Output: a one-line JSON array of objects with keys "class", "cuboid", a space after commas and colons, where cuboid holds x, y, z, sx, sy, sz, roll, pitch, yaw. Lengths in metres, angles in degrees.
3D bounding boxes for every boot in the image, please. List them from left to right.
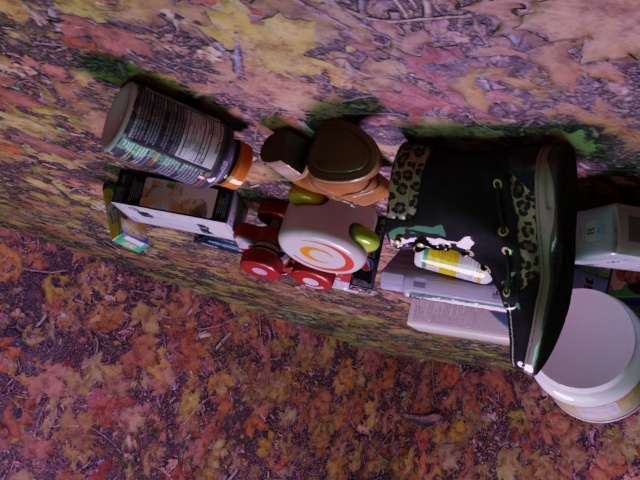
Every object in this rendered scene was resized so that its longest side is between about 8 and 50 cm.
[{"class": "boot", "cuboid": [0.054, -0.111, 1.398, 0.220, 0.109, 0.283, 25, 164, -40]}, {"class": "boot", "cuboid": [0.256, 0.016, 1.314, 0.284, 0.378, 0.138, 11, -153, 30]}]

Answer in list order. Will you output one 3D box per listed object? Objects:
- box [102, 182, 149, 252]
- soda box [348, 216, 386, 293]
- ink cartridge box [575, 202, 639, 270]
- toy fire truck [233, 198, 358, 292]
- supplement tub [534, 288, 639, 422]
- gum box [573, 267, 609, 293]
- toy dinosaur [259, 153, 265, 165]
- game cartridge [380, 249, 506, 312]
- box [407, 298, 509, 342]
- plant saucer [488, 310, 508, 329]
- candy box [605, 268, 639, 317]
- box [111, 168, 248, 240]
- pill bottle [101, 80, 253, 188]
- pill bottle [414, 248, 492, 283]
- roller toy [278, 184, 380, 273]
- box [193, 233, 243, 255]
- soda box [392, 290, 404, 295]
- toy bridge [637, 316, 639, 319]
[{"class": "box", "cuboid": [-0.497, -0.066, 2.068, 0.043, 0.179, 0.105, -31, 149, 17]}, {"class": "soda box", "cuboid": [0.107, 0.031, 1.825, 0.053, 0.169, 0.060, 14, 167, 0]}, {"class": "ink cartridge box", "cuboid": [0.506, 0.023, 1.461, 0.308, 0.091, 0.385, 6, 169, -24]}, {"class": "toy fire truck", "cuboid": [-0.051, 0.041, 1.936, 0.302, 0.169, 0.254, 11, 156, 14]}, {"class": "supplement tub", "cuboid": [0.542, 0.232, 1.630, 0.228, 0.228, 0.316, 6, 162, 27]}, {"class": "gum box", "cuboid": [0.601, 0.149, 1.872, 0.184, 0.157, 0.041, 19, 159, -23]}, {"class": "toy dinosaur", "cuboid": [-0.062, -0.156, 1.534, 0.082, 0.047, 0.090, 9, -157, -24]}, {"class": "game cartridge", "cuboid": [0.332, 0.077, 1.797, 0.355, 0.068, 0.230, 8, -153, 22]}, {"class": "box", "cuboid": [0.420, 0.205, 2.324, 0.311, 0.148, 0.121, 8, 167, 27]}, {"class": "plant saucer", "cuboid": [0.519, 0.169, 1.961, 0.317, 0.044, 0.318, 25, -156, -12]}, {"class": "candy box", "cuboid": [0.779, 0.106, 1.594, 0.268, 0.122, 0.317, 23, 163, -30]}, {"class": "box", "cuboid": [-0.333, -0.083, 1.955, 0.289, 0.087, 0.169, 11, 167, 10]}, {"class": "pill bottle", "cuboid": [-0.239, -0.168, 1.400, 0.245, 0.131, 0.130, 21, 165, -31]}, {"class": "pill bottle", "cuboid": [0.309, 0.023, 1.680, 0.208, 0.118, 0.117, 15, 168, 13]}, {"class": "roller toy", "cuboid": [0.016, -0.032, 1.700, 0.209, 0.146, 0.191, 20, 157, -7]}, {"class": "box", "cuboid": [-0.226, 0.001, 2.287, 0.220, 0.051, 0.175, 18, 166, -23]}, {"class": "soda box", "cuboid": [0.281, 0.090, 2.082, 0.083, 0.092, 0.263, 15, 167, -16]}, {"class": "toy bridge", "cuboid": [0.854, 0.187, 1.999, 0.026, 0.063, 0.188, 22, 163, -34]}]
